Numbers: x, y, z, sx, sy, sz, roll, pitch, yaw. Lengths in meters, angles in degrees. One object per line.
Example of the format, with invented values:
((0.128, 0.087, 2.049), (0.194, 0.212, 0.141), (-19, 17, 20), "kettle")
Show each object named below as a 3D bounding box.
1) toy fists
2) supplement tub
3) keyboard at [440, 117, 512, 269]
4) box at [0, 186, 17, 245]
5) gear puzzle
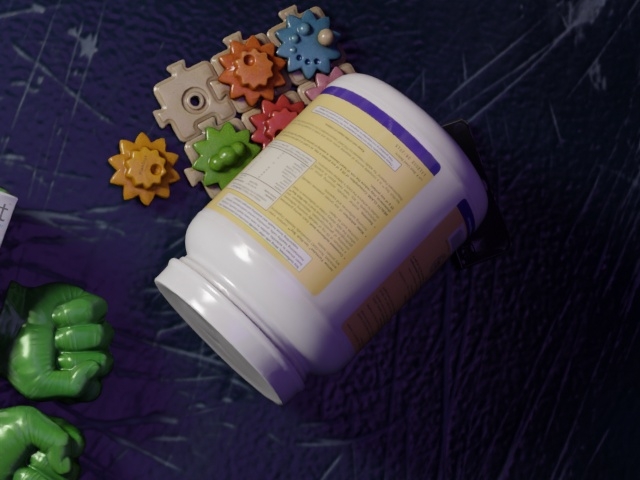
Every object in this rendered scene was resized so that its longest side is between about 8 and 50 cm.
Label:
((-0.317, 0.184, 1.587), (0.142, 0.096, 0.279), (17, 79, -12), "toy fists")
((0.000, 0.000, 1.604), (0.331, 0.241, 0.241), (-45, 96, -11), "supplement tub")
((0.163, -0.054, 1.766), (0.108, 0.023, 0.180), (-20, 89, -21), "keyboard")
((-0.490, 0.011, 1.492), (0.262, 0.127, 0.231), (21, 90, -31), "box")
((-0.104, -0.153, 1.697), (0.339, 0.044, 0.175), (-28, 92, -15), "gear puzzle")
